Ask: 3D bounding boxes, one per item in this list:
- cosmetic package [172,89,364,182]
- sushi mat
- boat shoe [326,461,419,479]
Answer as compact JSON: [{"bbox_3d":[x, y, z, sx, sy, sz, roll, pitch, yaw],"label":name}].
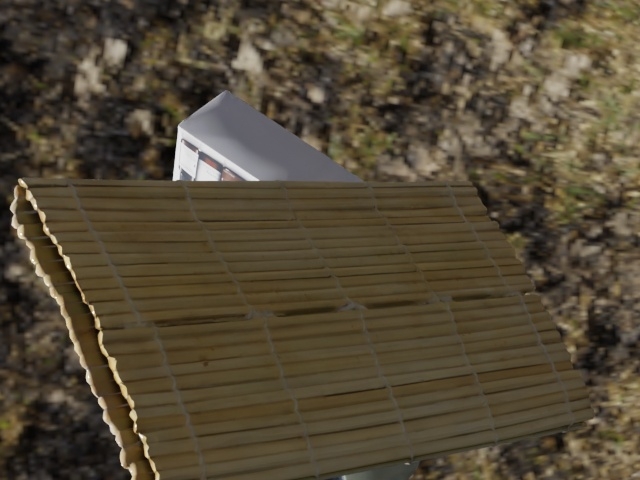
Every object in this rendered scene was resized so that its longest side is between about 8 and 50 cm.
[{"bbox_3d":[0.000,0.000,1.082,0.239,0.060,0.099,34,143,19],"label":"cosmetic package"},{"bbox_3d":[0.010,0.037,0.711,0.019,0.316,0.151,-41,65,34],"label":"sushi mat"},{"bbox_3d":[-0.037,0.179,1.182,0.081,0.227,0.079,-132,30,-60],"label":"boat shoe"}]
